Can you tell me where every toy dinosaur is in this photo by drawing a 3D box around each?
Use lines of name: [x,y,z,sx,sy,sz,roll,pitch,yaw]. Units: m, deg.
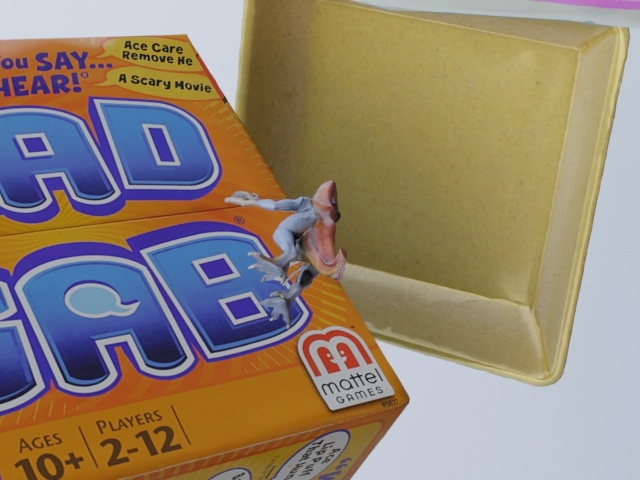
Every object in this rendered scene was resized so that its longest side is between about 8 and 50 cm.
toy dinosaur: [0.000,0.000,0.566,0.082,0.090,0.047,-51,-53,-40]

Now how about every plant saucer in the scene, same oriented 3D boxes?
plant saucer: [0.087,-0.071,1.151,0.081,0.333,0.332,-37,-42,-60]

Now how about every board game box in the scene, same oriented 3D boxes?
board game box: [-0.229,0.106,0.929,0.356,0.356,0.356,-8,-36,-37]

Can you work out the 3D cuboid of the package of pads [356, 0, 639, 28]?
package of pads: [0.124,-0.152,0.248,0.296,0.229,0.101,111,161,-64]
